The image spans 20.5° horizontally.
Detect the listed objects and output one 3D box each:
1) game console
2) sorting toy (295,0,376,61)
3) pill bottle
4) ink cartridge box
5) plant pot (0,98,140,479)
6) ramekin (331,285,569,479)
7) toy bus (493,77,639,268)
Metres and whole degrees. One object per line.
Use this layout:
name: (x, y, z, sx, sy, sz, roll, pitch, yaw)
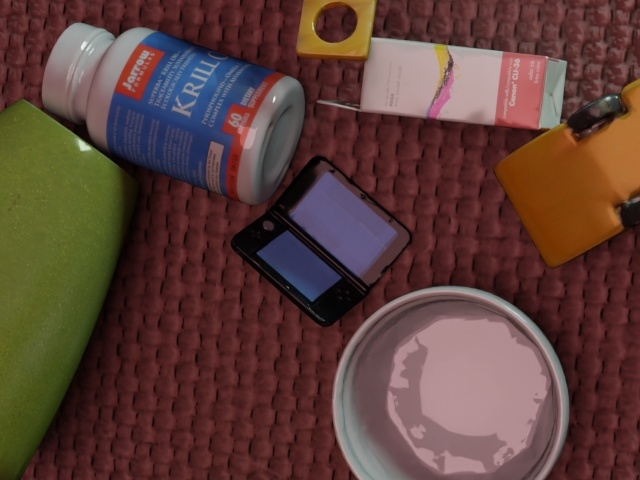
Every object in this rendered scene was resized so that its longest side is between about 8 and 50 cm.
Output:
game console: (0.000, 0.000, 1.611, 0.122, 0.107, 0.071, 41, 131, 11)
sorting toy: (0.024, -0.322, 1.535, 0.196, 0.047, 0.347, -7, 70, 10)
pill bottle: (-0.136, -0.122, 1.613, 0.222, 0.124, 0.124, 19, 98, 14)
ink cartridge box: (0.107, -0.138, 1.546, 0.198, 0.115, 0.067, 7, 95, 15)
plant pot: (-0.304, 0.027, 1.619, 0.275, 0.275, 0.293, 35, 87, 12)
ramekin: (0.122, 0.139, 1.562, 0.207, 0.109, 0.207, 1, 94, 16)
toy bus: (0.314, -0.099, 1.480, 0.333, 0.130, 0.108, -30, 84, 16)
